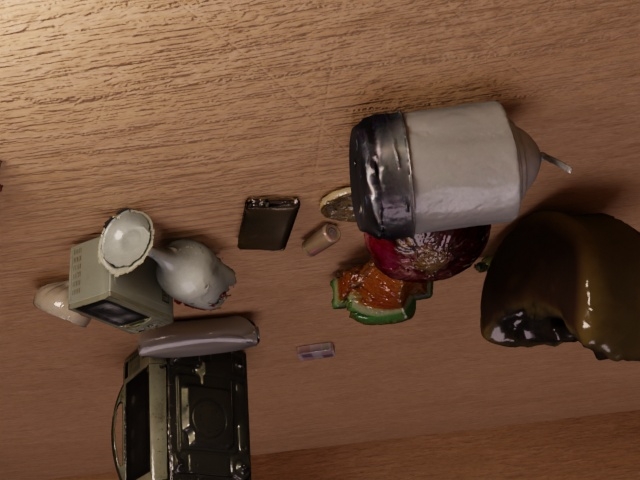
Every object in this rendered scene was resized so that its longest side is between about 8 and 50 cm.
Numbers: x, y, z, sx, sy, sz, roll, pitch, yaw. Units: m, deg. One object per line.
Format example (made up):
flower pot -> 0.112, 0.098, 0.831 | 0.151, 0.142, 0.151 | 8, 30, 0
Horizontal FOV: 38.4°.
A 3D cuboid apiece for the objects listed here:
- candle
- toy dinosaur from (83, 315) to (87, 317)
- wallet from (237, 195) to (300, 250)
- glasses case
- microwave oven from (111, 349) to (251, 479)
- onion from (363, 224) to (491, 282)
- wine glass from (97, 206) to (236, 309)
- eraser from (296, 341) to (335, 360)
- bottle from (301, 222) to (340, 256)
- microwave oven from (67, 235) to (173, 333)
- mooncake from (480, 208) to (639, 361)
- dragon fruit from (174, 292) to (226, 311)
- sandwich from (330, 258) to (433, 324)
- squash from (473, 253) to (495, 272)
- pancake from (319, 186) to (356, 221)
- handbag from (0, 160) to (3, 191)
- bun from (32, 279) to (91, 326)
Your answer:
candle -> 0.224, -0.121, 1.556 | 0.343, 0.221, 0.221 | -7, 155, -1
toy dinosaur -> -0.481, 0.136, 2.078 | 0.055, 0.101, 0.279 | -30, 158, 21
wallet -> -0.109, -0.031, 1.884 | 0.110, 0.031, 0.198 | 0, 154, -11
glasses case -> -0.309, 0.250, 2.375 | 0.308, 0.083, 0.128 | -5, 160, -2
microwave oven -> -0.367, 0.495, 2.509 | 0.333, 0.394, 0.247 | 13, 149, -35
onion -> 0.205, -0.027, 1.774 | 0.246, 0.190, 0.246 | -5, 150, -3
wine glass -> -0.306, 0.048, 1.887 | 0.143, 0.143, 0.321 | -17, 155, 23
eraser -> -0.012, 0.319, 2.645 | 0.105, 0.026, 0.065 | -8, 152, 5
bottle -> 0.000, 0.000, 1.960 | 0.045, 0.045, 0.096 | 11, 152, -32
microwave oven -> -0.420, 0.095, 1.929 | 0.129, 0.163, 0.205 | -19, 151, 24
mooncake -> 0.540, 0.134, 1.947 | 0.246, 0.394, 0.393 | 2, 129, -22
dragon fruit -> -0.278, 0.132, 2.150 | 0.126, 0.068, 0.112 | -1, 155, -6
sandwich -> 0.170, 0.104, 2.079 | 0.250, 0.162, 0.301 | -4, 158, -12
squash -> 0.451, 0.052, 2.157 | 0.183, 0.052, 0.052 | -3, 154, -2
pancake -> 0.070, -0.069, 1.850 | 0.152, 0.025, 0.151 | -6, 154, -3
handbag -> -0.718, -0.100, 1.563 | 0.275, 0.084, 0.260 | -26, 145, 35
bun -> -0.568, 0.131, 2.061 | 0.138, 0.094, 0.138 | 24, 175, 2
